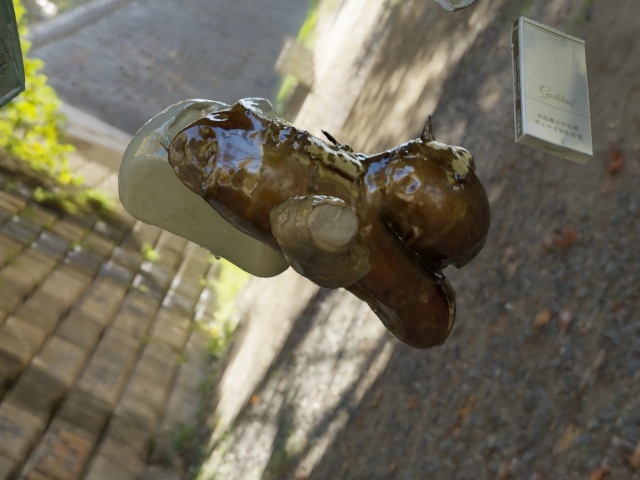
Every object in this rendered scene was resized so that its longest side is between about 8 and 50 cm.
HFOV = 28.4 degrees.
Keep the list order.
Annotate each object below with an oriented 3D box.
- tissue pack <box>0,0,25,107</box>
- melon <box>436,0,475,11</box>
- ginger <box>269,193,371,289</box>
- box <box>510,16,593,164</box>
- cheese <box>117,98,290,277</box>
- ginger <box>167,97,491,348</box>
[{"bbox_3d":[-0.426,-0.243,1.219,0.146,0.263,0.198,-39,-25,-28],"label":"tissue pack"},{"bbox_3d":[0.172,-0.394,1.678,0.202,0.140,0.093,-56,-40,-28],"label":"melon"},{"bbox_3d":[0.002,-0.001,1.237,0.190,0.095,0.068,54,-146,-66],"label":"ginger"},{"bbox_3d":[0.308,-0.201,1.690,0.029,0.109,0.198,-46,34,51],"label":"box"},{"bbox_3d":[-0.135,-0.061,1.669,0.127,0.266,0.233,-57,-4,-36],"label":"cheese"},{"bbox_3d":[0.030,-0.060,1.498,0.254,0.418,0.176,-61,16,-2],"label":"ginger"}]
